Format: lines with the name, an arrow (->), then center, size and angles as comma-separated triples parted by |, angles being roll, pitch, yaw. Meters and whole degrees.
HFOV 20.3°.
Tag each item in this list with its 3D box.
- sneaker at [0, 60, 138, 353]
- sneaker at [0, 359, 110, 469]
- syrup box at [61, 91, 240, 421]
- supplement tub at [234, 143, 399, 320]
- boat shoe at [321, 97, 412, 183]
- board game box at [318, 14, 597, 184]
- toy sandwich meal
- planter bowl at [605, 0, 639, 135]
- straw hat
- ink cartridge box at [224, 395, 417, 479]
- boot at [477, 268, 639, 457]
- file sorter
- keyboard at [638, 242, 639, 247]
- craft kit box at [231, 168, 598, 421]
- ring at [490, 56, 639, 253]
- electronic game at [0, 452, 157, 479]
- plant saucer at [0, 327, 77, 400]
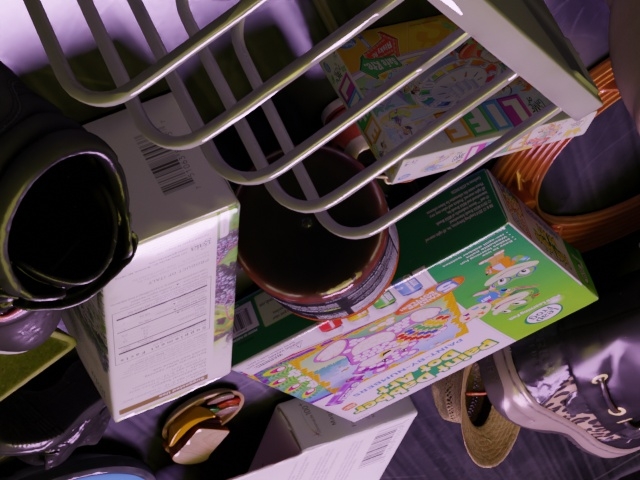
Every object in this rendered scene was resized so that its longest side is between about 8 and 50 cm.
sneaker -> -0.168, 0.009, 0.995 | 0.104, 0.147, 0.296 | -40, 152, -21
sneaker -> -0.205, 0.142, 1.330 | 0.089, 0.051, 0.170 | -55, 166, 31
syrup box -> -0.117, 0.018, 1.174 | 0.096, 0.093, 0.237 | -23, 154, -15
supplement tub -> 0.000, 0.000, 1.227 | 0.106, 0.106, 0.198 | -30, 171, 1
boat shoe -> 0.043, -0.062, 1.255 | 0.049, 0.043, 0.137 | -37, 155, 11
board game box -> 0.090, -0.100, 1.163 | 0.154, 0.103, 0.026 | -16, 151, -28
toy sandwich meal -> -0.099, 0.158, 1.526 | 0.085, 0.029, 0.085 | -24, 154, -12
planter bowl -> 0.264, -0.154, 1.238 | 0.162, 0.109, 0.162 | -23, 153, -12
straw hat -> 0.139, 0.140, 1.693 | 0.061, 0.144, 0.144 | 5, 173, 32
ink cartridge box -> -0.054, 0.240, 1.691 | 0.239, 0.060, 0.275 | -16, 152, -25
boot -> 0.344, 0.092, 1.673 | 0.284, 0.138, 0.377 | -24, 155, 29
file sorter -> -0.015, -0.136, 0.890 | 0.173, 0.193, 0.277 | -34, 155, 16
keyboard -> 0.364, -0.015, 1.663 | 0.072, 0.014, 0.256 | -40, 163, 23
craft kit box -> 0.075, 0.054, 1.454 | 0.250, 0.061, 0.246 | -29, 158, 16
ring -> 0.279, -0.078, 1.486 | 0.336, 0.032, 0.336 | -24, 155, -12
electronic game -> -0.245, 0.252, 1.525 | 0.229, 0.048, 0.229 | -24, 155, -12
plant saucer -> -0.286, 0.083, 1.175 | 0.188, 0.045, 0.188 | -36, 154, 12
